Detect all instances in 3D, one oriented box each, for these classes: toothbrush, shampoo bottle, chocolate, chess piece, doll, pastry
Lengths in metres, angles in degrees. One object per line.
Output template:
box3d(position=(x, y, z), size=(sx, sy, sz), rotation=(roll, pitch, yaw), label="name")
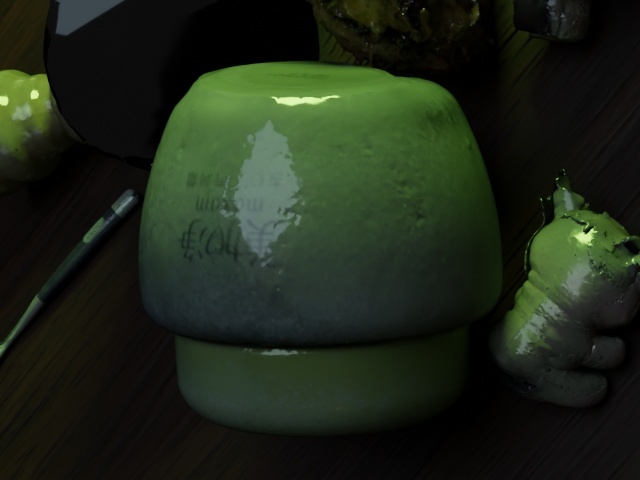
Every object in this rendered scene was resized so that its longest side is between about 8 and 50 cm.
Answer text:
box3d(position=(-0.298, 0.048, 1.922), size=(0.288, 0.026, 0.024), rotation=(-47, 57, 14), label="toothbrush")
box3d(position=(0.000, 0.000, 1.524), size=(0.322, 0.322, 0.317), rotation=(4, 96, 37), label="shampoo bottle")
box3d(position=(-0.125, -0.198, 1.740), size=(0.283, 0.186, 0.284), rotation=(1, 99, 7), label="chocolate")
box3d(position=(-0.275, -0.148, 1.912), size=(0.260, 0.142, 0.143), rotation=(-17, 65, 24), label="chess piece")
box3d(position=(0.215, 0.051, 1.504), size=(0.149, 0.095, 0.192), rotation=(36, 100, 40), label="doll")
box3d(position=(0.078, -0.278, 1.607), size=(0.193, 0.275, 0.275), rotation=(-31, 59, 18), label="pastry")

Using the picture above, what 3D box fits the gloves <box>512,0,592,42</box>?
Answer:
box3d(position=(0.227, -0.255, 1.598), size=(0.110, 0.094, 0.144), rotation=(49, 124, 47), label="gloves")
